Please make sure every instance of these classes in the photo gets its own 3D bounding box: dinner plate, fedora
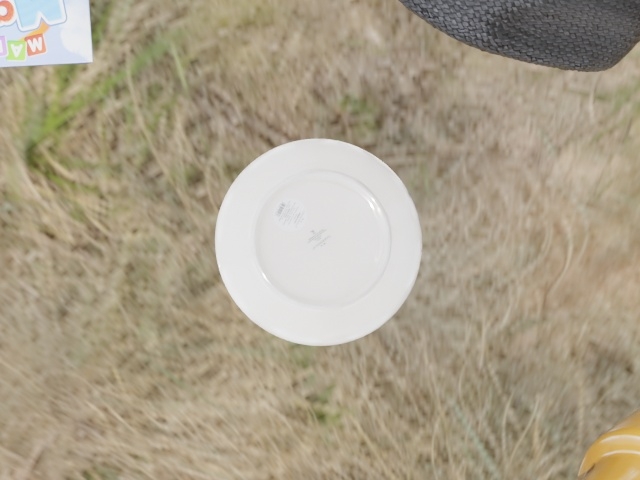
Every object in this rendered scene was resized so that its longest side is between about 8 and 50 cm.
[{"bbox_3d":[0.000,0.000,1.265,0.141,0.017,0.141,1,82,-6],"label":"dinner plate"},{"bbox_3d":[0.133,-0.220,1.268,0.334,0.334,0.152,38,119,11],"label":"fedora"}]

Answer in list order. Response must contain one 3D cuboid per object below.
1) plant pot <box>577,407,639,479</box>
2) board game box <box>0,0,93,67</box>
[{"bbox_3d":[0.171,0.207,0.983,0.188,0.205,0.205,-28,76,-25],"label":"plant pot"},{"bbox_3d":[-0.258,-0.234,1.413,0.160,0.039,0.211,-6,97,-20],"label":"board game box"}]
